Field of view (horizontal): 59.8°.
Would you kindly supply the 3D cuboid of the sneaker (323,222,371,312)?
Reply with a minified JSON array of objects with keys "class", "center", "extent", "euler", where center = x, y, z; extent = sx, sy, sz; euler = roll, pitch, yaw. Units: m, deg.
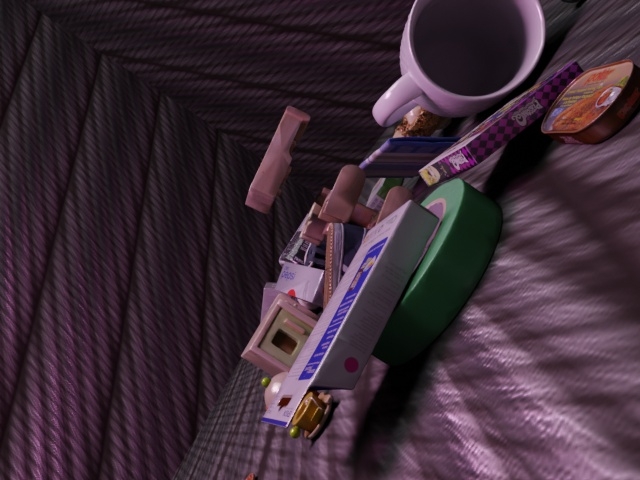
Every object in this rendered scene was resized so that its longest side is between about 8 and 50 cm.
[{"class":"sneaker","center":[0.089,0.102,1.290],"extent":[0.099,0.153,0.282],"euler":[177,96,-81]}]

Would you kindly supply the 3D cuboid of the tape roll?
[{"class":"tape roll","center":[0.164,0.049,0.921],"extent":[0.321,0.077,0.321],"euler":[-57,6,9]}]

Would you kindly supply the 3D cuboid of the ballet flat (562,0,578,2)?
[{"class":"ballet flat","center":[0.560,-0.575,1.113],"extent":[0.068,0.072,0.213],"euler":[-10,-35,-54]}]

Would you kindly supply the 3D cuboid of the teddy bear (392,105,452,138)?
[{"class":"teddy bear","center":[0.299,-0.338,1.580],"extent":[0.245,0.113,0.338],"euler":[-66,-13,17]}]

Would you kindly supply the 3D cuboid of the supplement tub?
[{"class":"supplement tub","center":[0.000,0.000,2.095],"extent":[0.316,0.194,0.193],"euler":[-57,5,-15]}]

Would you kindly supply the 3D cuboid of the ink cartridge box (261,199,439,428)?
[{"class":"ink cartridge box","center":[0.043,0.120,0.833],"extent":[0.371,0.069,0.176],"euler":[-57,5,-22]}]

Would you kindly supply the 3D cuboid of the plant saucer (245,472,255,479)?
[{"class":"plant saucer","center":[-0.168,0.560,1.235],"extent":[0.083,0.013,0.083],"euler":[-56,4,7]}]

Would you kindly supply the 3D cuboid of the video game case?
[{"class":"video game case","center":[0.292,-0.185,0.926],"extent":[0.232,0.041,0.210],"euler":[-37,3,-9]}]

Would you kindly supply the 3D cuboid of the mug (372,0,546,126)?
[{"class":"mug","center":[0.277,-0.389,1.263],"extent":[0.374,0.276,0.328],"euler":[-37,0,3]}]

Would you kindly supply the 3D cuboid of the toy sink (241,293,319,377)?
[{"class":"toy sink","center":[-0.095,0.265,1.603],"extent":[0.234,0.153,0.131],"euler":[-58,5,-29]}]

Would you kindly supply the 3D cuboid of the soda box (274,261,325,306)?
[{"class":"soda box","center":[-0.031,0.131,1.624],"extent":[0.286,0.091,0.098],"euler":[7,76,64]}]

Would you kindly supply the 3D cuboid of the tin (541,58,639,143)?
[{"class":"tin","center":[0.357,-0.178,0.731],"extent":[0.106,0.040,0.189],"euler":[-60,5,10]}]

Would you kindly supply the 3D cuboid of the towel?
[{"class":"towel","center":[0.219,-0.217,1.462],"extent":[0.285,0.209,0.034],"euler":[145,121,-72]}]

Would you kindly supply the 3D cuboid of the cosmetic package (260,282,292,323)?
[{"class":"cosmetic package","center":[-0.151,0.268,1.873],"extent":[0.127,0.107,0.237],"euler":[-105,18,-83]}]

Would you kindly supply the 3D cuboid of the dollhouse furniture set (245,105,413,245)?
[{"class":"dollhouse furniture set","center":[0.029,-0.147,1.528],"extent":[0.362,0.394,0.256],"euler":[139,154,-75]}]

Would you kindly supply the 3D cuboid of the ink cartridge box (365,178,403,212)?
[{"class":"ink cartridge box","center":[0.219,-0.176,1.851],"extent":[0.109,0.062,0.209],"euler":[-54,5,36]}]

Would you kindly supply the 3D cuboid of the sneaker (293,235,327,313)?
[{"class":"sneaker","center":[0.001,0.101,1.866],"extent":[0.127,0.126,0.321],"euler":[122,167,-55]}]

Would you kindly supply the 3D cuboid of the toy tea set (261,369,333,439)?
[{"class":"toy tea set","center":[-0.008,0.231,1.133],"extent":[0.336,0.124,0.200],"euler":[-59,5,-23]}]
